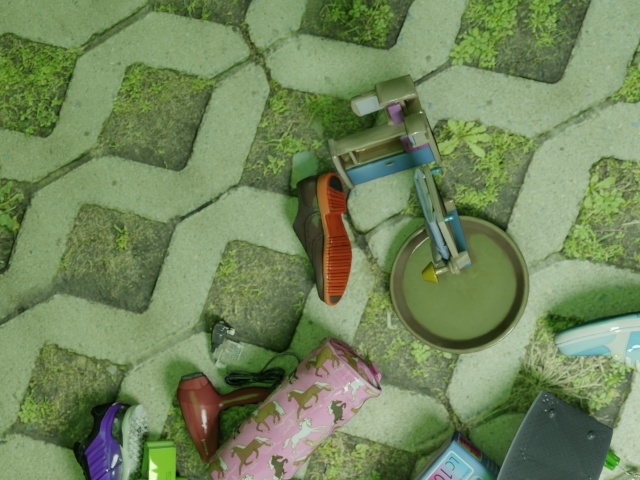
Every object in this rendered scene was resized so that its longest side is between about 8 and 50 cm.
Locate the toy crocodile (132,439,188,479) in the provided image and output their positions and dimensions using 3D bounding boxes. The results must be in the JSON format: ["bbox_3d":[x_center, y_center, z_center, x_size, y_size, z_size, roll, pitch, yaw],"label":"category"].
[{"bbox_3d":[-0.341,0.591,1.980,0.115,0.105,0.340,-2,87,-30],"label":"toy crocodile"}]

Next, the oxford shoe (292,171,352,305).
[{"bbox_3d":[0.000,0.000,1.932,0.098,0.097,0.271,-6,83,31],"label":"oxford shoe"}]

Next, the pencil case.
[{"bbox_3d":[-0.049,0.369,1.886,0.160,0.167,0.386,44,97,14],"label":"pencil case"}]

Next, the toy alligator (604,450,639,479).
[{"bbox_3d":[0.537,0.414,1.825,0.190,0.056,0.051,42,139,8],"label":"toy alligator"}]

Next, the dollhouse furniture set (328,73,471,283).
[{"bbox_3d":[0.138,-0.088,1.768,0.198,0.286,0.303,-18,61,11],"label":"dollhouse furniture set"}]

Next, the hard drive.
[{"bbox_3d":[0.422,0.425,1.739,0.172,0.054,0.254,29,67,4],"label":"hard drive"}]

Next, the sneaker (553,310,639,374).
[{"bbox_3d":[0.614,0.237,1.773,0.319,0.127,0.208,-10,86,12],"label":"sneaker"}]

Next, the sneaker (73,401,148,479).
[{"bbox_3d":[-0.461,0.486,2.009,0.146,0.102,0.293,7,86,16],"label":"sneaker"}]

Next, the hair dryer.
[{"bbox_3d":[-0.191,0.332,1.960,0.224,0.080,0.293,28,95,10],"label":"hair dryer"}]

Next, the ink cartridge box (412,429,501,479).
[{"bbox_3d":[0.328,0.601,1.815,0.395,0.151,0.270,40,97,8],"label":"ink cartridge box"}]

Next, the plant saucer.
[{"bbox_3d":[0.278,0.088,1.887,0.278,0.041,0.277,0,89,12],"label":"plant saucer"}]
